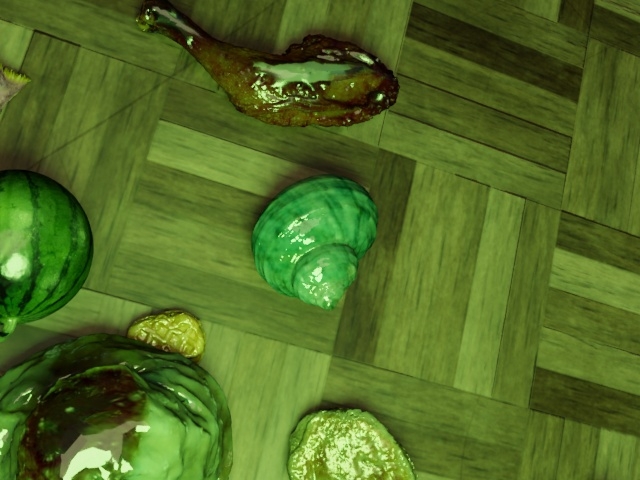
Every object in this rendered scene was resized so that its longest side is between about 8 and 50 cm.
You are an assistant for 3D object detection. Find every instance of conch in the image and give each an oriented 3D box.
[{"bbox_3d":[0.001,0.002,1.085,0.196,0.134,0.202,5,77,-15],"label":"conch"}]

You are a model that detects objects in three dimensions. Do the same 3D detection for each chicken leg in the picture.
[{"bbox_3d":[-0.075,-0.255,1.136,0.407,0.096,0.157,13,72,-12],"label":"chicken leg"}]

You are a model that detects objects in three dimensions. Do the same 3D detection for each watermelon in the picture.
[{"bbox_3d":[-0.373,0.021,0.938,0.188,0.188,0.214,-5,72,-18],"label":"watermelon"}]

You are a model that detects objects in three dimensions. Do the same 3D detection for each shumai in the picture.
[{"bbox_3d":[-0.244,0.262,0.878,0.310,0.263,0.303,-20,91,-11],"label":"shumai"}]

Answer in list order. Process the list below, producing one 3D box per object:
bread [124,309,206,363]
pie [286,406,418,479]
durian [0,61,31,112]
[{"bbox_3d":[-0.210,0.138,1.043,0.111,0.044,0.083,-13,82,-16],"label":"bread"},{"bbox_3d":[0.038,0.319,1.069,0.163,0.079,0.193,-32,91,-10],"label":"pie"},{"bbox_3d":[-0.509,-0.129,0.973,0.187,0.153,0.260,0,71,8],"label":"durian"}]
